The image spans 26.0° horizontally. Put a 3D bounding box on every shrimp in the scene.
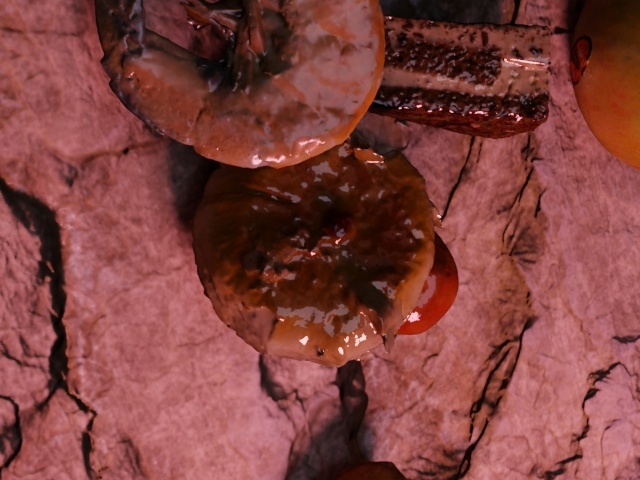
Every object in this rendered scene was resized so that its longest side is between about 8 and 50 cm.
[{"bbox_3d":[-0.100,-0.281,1.295,0.272,0.085,0.445,-18,95,-11],"label":"shrimp"}]

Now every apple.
[{"bbox_3d":[0.414,-0.211,1.636,0.260,0.194,0.261,-14,113,-37],"label":"apple"}]

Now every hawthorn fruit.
[{"bbox_3d":[0.088,0.040,1.495,0.140,0.125,0.125,-52,137,-69],"label":"hawthorn fruit"}]

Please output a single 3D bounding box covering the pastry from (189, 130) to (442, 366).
[{"bbox_3d":[-0.006,-0.001,1.369,0.257,0.121,0.236,41,70,-4],"label":"pastry"}]

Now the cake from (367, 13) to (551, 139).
[{"bbox_3d":[0.121,-0.178,1.523,0.246,0.135,0.112,3,84,-8],"label":"cake"}]

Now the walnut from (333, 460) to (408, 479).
[{"bbox_3d":[0.030,0.333,1.507,0.116,0.115,0.207,42,73,-34],"label":"walnut"}]
